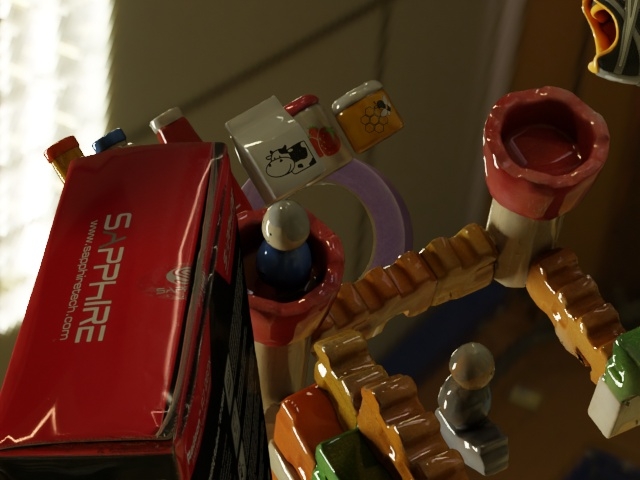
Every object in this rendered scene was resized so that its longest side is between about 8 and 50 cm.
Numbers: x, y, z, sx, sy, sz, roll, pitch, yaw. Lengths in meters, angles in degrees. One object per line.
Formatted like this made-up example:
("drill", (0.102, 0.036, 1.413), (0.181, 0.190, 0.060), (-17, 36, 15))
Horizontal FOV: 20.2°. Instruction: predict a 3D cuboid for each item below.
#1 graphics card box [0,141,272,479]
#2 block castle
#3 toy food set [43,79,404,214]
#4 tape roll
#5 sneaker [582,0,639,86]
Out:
("graphics card box", (-0.078, 0.166, 0.930), (0.233, 0.094, 0.371), (-86, -9, -54))
("block castle", (0.147, 0.131, 1.124), (0.303, 0.453, 0.213), (-24, -29, -19))
("toy food set", (-0.069, -0.063, 1.226), (0.232, 0.104, 0.111), (-31, -1, -12))
("tape roll", (0.000, 0.000, 1.888), (0.080, 0.189, 0.189), (3, -72, -80))
("sneaker", (0.307, -0.258, 1.834), (0.084, 0.083, 0.215), (125, 142, -67))
